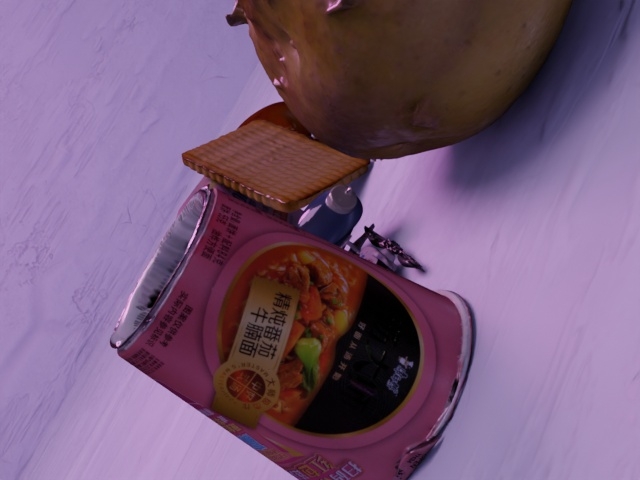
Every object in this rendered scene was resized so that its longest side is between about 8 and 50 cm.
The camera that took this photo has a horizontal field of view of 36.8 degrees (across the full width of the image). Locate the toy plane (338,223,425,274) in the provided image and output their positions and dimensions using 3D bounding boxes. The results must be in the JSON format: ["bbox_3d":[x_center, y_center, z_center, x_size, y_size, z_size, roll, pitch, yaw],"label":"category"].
[{"bbox_3d":[0.057,0.029,1.075,0.078,0.053,0.197,-49,16,3],"label":"toy plane"}]

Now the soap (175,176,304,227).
[{"bbox_3d":[-0.127,0.004,1.465,0.138,0.182,0.199,-50,17,27],"label":"soap"}]

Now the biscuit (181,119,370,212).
[{"bbox_3d":[-0.067,-0.113,1.427,0.172,0.029,0.255,-30,39,-35],"label":"biscuit"}]

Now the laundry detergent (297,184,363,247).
[{"bbox_3d":[0.001,0.001,1.181,0.097,0.061,0.206,-33,-18,-34],"label":"laundry detergent"}]

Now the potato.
[{"bbox_3d":[0.059,-0.250,1.005,0.442,0.386,0.319,-149,76,-87],"label":"potato"}]

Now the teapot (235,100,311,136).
[{"bbox_3d":[-0.089,-0.165,1.841,0.178,0.135,0.252,-28,-17,-20],"label":"teapot"}]

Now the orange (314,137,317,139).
[{"bbox_3d":[0.027,-0.173,1.538,0.085,0.085,0.085,-52,15,21],"label":"orange"}]

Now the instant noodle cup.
[{"bbox_3d":[-0.035,0.086,0.845,0.244,0.255,0.244,-51,18,24],"label":"instant noodle cup"}]
